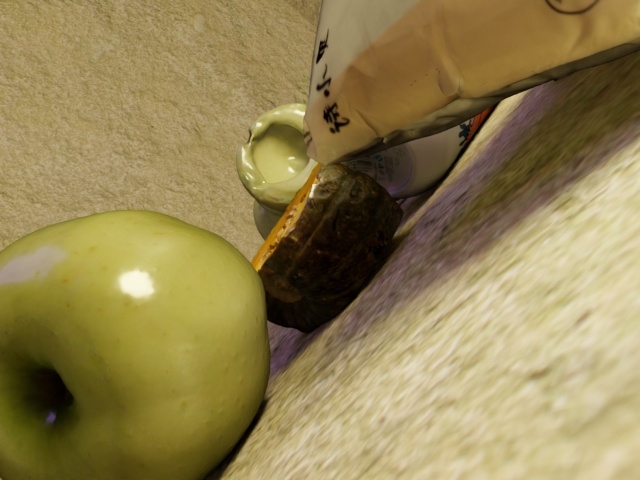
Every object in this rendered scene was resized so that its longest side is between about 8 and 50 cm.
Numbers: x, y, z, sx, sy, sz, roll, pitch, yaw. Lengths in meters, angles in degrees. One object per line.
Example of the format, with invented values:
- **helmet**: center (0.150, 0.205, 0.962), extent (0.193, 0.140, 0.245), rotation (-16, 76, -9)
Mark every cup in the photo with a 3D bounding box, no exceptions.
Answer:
- **cup**: center (0.145, -0.217, 1.009), extent (0.317, 0.212, 0.212), rotation (-51, 3, -35)

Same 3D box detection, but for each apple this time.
- **apple**: center (-0.227, 0.130, 0.766), extent (0.357, 0.357, 0.357), rotation (-49, 2, 2)

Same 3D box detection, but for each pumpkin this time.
- **pumpkin**: center (0.000, 0.000, 0.930), extent (0.221, 0.139, 0.317), rotation (-59, 3, -27)

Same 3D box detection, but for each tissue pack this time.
- **tissue pack**: center (0.141, -0.257, 0.526), extent (0.390, 0.195, 0.375), rotation (-14, 61, 52)

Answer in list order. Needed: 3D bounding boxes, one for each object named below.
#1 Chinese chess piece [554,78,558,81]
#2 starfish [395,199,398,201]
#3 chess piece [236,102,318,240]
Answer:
- **Chinese chess piece**: center (0.300, -0.295, 0.693), extent (0.273, 0.102, 0.273), rotation (-48, 2, 2)
- **starfish**: center (0.136, -0.096, 1.184), extent (0.176, 0.053, 0.208), rotation (-51, 0, -31)
- **chess piece**: center (-0.032, -0.100, 1.250), extent (0.234, 0.234, 0.442), rotation (-49, -10, -7)
